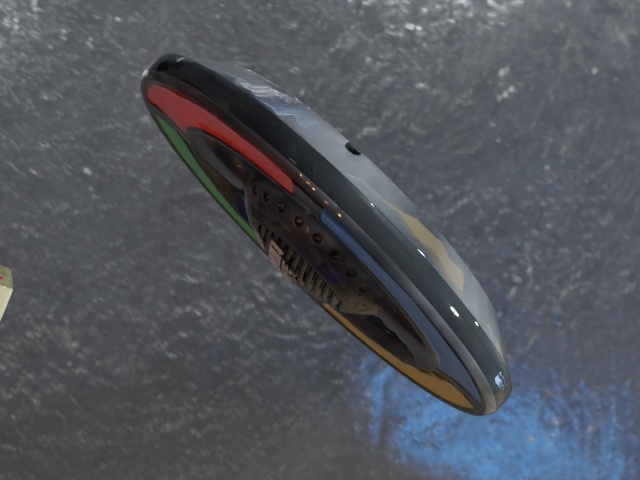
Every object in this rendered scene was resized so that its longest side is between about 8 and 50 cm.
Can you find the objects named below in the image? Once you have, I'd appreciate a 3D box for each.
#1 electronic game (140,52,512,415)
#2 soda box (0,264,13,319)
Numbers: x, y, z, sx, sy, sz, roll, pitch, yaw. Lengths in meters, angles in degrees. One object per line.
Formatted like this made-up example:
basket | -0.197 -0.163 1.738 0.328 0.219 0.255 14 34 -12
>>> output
electronic game | 0.000 0.000 0.563 0.048 0.229 0.229 -46 128 -9
soda box | -0.280 0.098 0.839 0.061 0.058 0.181 22 96 -20
